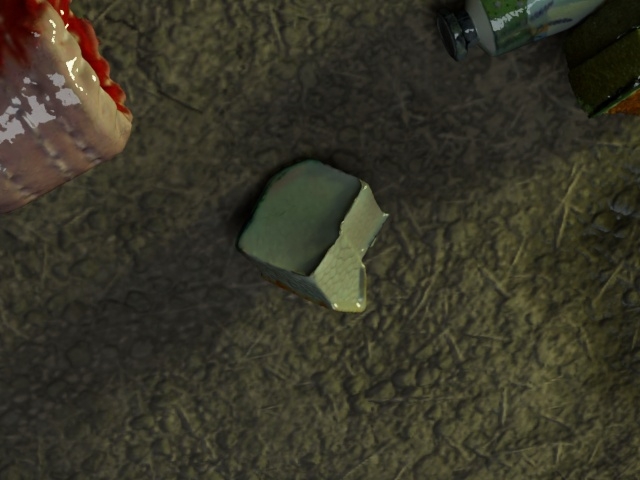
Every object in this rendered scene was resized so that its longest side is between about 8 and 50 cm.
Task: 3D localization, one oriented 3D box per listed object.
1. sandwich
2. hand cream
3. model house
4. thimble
[{"bbox_3d":[0.311,-0.175,1.565,0.235,0.079,0.159,-31,162,12],"label":"sandwich"},{"bbox_3d":[0.223,-0.212,1.549,0.271,0.058,0.091,-22,133,-7],"label":"hand cream"},{"bbox_3d":[0.000,0.000,1.602,0.100,0.088,0.100,-60,148,-14],"label":"model house"},{"bbox_3d":[-0.223,-0.119,1.397,0.125,0.189,0.163,-31,126,2],"label":"thimble"}]
